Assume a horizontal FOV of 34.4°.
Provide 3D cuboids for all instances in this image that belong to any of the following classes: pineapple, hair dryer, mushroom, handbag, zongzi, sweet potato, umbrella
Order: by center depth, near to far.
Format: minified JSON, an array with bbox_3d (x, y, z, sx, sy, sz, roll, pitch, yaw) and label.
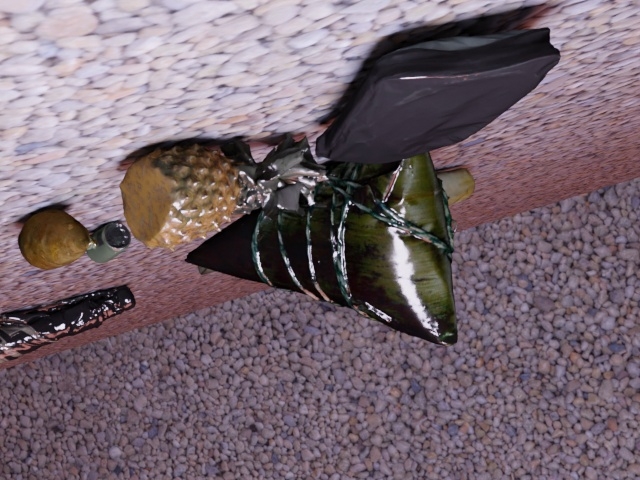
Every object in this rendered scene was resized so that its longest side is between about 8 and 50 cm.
[{"bbox_3d":[0.110,-0.146,1.097,0.192,0.074,0.332,-13,175,-14],"label":"handbag"},{"bbox_3d":[-0.098,-0.062,1.176,0.251,0.125,0.125,-17,176,-41],"label":"pineapple"},{"bbox_3d":[-0.347,0.000,1.305,0.075,0.074,0.269,-12,-178,-28],"label":"sweet potato"},{"bbox_3d":[-0.350,0.001,1.464,0.150,0.047,0.071,2,162,-34],"label":"hair dryer"},{"bbox_3d":[0.000,0.000,1.504,0.362,0.318,0.383,-14,-169,-18],"label":"zongzi"},{"bbox_3d":[0.117,-0.062,1.808,0.333,0.087,0.107,-15,173,-29],"label":"mushroom"},{"bbox_3d":[-0.569,0.169,2.186,0.358,0.106,0.113,-22,-176,-12],"label":"umbrella"}]

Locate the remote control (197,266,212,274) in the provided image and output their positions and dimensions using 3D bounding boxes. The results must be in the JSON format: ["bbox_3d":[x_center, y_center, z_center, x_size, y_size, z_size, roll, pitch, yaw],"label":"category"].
[{"bbox_3d":[-0.136,0.023,2.116,0.234,0.038,0.098,-14,174,-21],"label":"remote control"}]
